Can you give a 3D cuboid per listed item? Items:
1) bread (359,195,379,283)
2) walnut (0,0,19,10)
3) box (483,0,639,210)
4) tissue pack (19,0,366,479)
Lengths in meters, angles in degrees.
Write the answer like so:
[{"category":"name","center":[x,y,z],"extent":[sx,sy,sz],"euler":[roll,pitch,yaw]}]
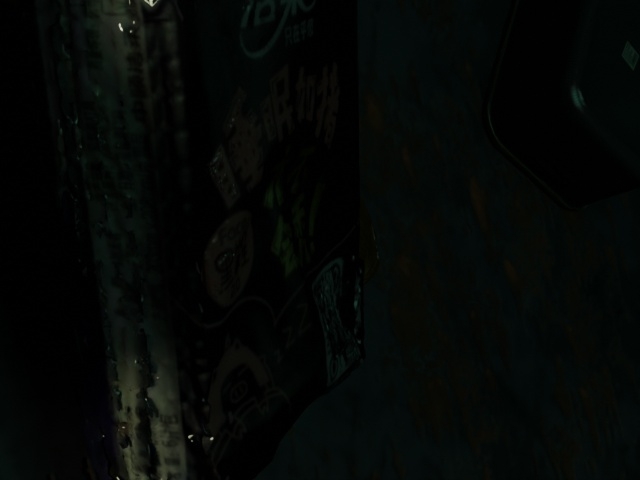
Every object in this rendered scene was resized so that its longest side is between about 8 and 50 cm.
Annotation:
[{"category":"bread","center":[0.000,0.000,1.211],"extent":[0.085,0.053,0.085],"euler":[31,49,-45]},{"category":"walnut","center":[-0.132,-0.188,1.098],"extent":[0.207,0.115,0.116],"euler":[-30,99,-44]},{"category":"box","center":[0.230,-0.141,1.450],"extent":[0.144,0.090,0.201],"euler":[40,53,-30]},{"category":"tissue pack","center":[-0.059,-0.037,1.040],"extent":[0.245,0.123,0.332],"euler":[-36,128,-58]}]
